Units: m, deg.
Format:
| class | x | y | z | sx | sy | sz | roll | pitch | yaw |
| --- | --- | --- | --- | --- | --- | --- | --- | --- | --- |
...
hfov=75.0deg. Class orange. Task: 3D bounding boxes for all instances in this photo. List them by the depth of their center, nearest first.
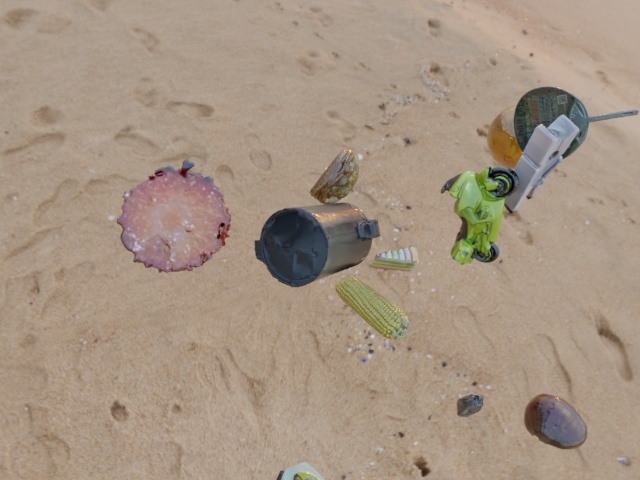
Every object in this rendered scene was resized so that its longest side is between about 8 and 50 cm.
| class | x | y | z | sx | sy | sz | roll | pitch | yaw |
| --- | --- | --- | --- | --- | --- | --- | --- | --- | --- |
| orange | 0.751 | -0.385 | 1.536 | 0.260 | 0.261 | 0.261 | 5 | 53 | -7 |

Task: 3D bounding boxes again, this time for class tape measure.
| class | x | y | z | sx | sy | sz | roll | pitch | yaw |
| --- | --- | --- | --- | --- | --- | --- | --- | --- | --- |
| tape measure | 0.003 | 0.893 | 1.383 | 0.351 | 0.215 | 0.098 | 23 | 91 | 37 |

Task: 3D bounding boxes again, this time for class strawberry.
| class | x | y | z | sx | sy | sz | roll | pitch | yaw |
| --- | --- | --- | --- | --- | --- | --- | --- | --- | --- |
| strawberry | -0.299 | -0.031 | 0.895 | 0.233 | 0.178 | 0.234 | 2 | 74 | -6 |

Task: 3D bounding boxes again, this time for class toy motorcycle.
| class | x | y | z | sx | sy | sz | roll | pitch | yaw |
| --- | --- | --- | --- | --- | --- | --- | --- | --- | --- |
| toy motorcycle | 0.465 | -0.078 | 1.276 | 0.206 | 0.343 | 0.142 | 27 | 45 | 35 |

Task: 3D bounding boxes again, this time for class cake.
| class | x | y | z | sx | sy | sz | roll | pitch | yaw |
| --- | --- | --- | --- | --- | --- | --- | --- | --- | --- |
| cake | 0.345 | 0.099 | 1.925 | 0.225 | 0.109 | 0.090 | -9 | 62 | -17 |

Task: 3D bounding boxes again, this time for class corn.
| class | x | y | z | sx | sy | sz | roll | pitch | yaw |
| --- | --- | --- | --- | --- | --- | --- | --- | --- | --- |
| corn | 0.219 | 0.283 | 1.814 | 0.144 | 0.144 | 0.387 | -31 | 52 | -28 |

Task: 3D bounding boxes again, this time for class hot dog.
| class | x | y | z | sx | sy | sz | roll | pitch | yaw |
| --- | --- | --- | --- | --- | --- | --- | --- | --- | --- |
| hot dog | 0.076 | -0.281 | 1.901 | 0.122 | 0.272 | 0.196 | 50 | 17 | 25 |

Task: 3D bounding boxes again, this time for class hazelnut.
| class | x | y | z | sx | sy | sz | roll | pitch | yaw |
| --- | --- | --- | --- | --- | --- | --- | --- | --- | --- |
| hazelnut | 0.850 | 0.662 | 1.515 | 0.178 | 0.178 | 0.204 | -33 | 50 | -29 |

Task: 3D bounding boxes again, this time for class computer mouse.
| class | x | y | z | sx | sy | sz | roll | pitch | yaw |
| --- | --- | --- | --- | --- | --- | --- | --- | --- | --- |
| computer mouse | 0.463 | 0.507 | 1.302 | 0.079 | 0.135 | 0.047 | -8 | 49 | -10 |

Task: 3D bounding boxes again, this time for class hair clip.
| class | x | y | z | sx | sy | sz | roll | pitch | yaw |
| --- | --- | --- | --- | --- | --- | --- | --- | --- | --- |
| hair clip | 0.603 | -0.203 | 1.170 | 0.101 | 0.331 | 0.085 | -23 | 65 | -7 |

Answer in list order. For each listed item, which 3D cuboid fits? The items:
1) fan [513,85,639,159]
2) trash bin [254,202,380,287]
| class | x | y | z | sx | sy | sz | roll | pitch | yaw |
| --- | --- | --- | --- | --- | --- | --- | --- | --- | --- |
| fan | 0.683 | -0.356 | 1.188 | 0.012 | 0.294 | 0.223 | -33 | 85 | -38 |
| trash bin | 0.000 | 0.000 | 1.143 | 0.301 | 0.252 | 0.203 | -13 | 93 | -61 |
